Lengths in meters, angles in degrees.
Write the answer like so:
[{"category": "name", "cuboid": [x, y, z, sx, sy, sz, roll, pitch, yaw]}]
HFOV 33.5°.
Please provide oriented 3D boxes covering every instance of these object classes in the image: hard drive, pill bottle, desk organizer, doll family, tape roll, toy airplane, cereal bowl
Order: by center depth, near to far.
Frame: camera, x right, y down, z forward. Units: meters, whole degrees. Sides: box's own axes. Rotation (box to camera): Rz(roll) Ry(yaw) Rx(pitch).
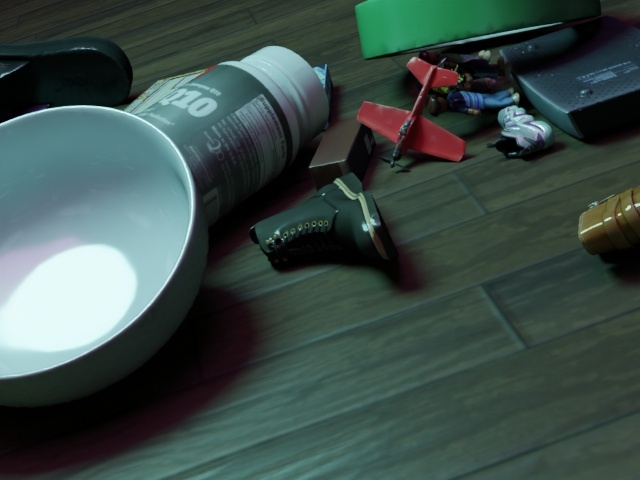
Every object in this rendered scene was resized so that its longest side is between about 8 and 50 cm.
[{"category": "cereal bowl", "cuboid": [-0.270, 0.029, 1.100, 0.338, 0.141, 0.339, -6, 52, 8]}, {"category": "toy airplane", "cuboid": [0.119, -0.156, 1.286, 0.151, 0.151, 0.028, -7, -13, 20]}, {"category": "hard drive", "cuboid": [0.334, -0.204, 1.310, 0.171, 0.054, 0.255, -18, 27, -1]}, {"category": "pill bottle", "cuboid": [-0.129, -0.122, 1.318, 0.161, 0.161, 0.283, 10, 39, 41]}, {"category": "desk organizer", "cuboid": [0.028, -0.107, 1.323, 0.050, 0.047, 0.130, -10, 29, 20]}, {"category": "doll family", "cuboid": [0.177, -0.202, 1.364, 0.111, 0.076, 0.193, -1, 15, -11]}, {"category": "tape roll", "cuboid": [0.209, -0.308, 1.431, 0.321, 0.077, 0.321, -10, 8, 1]}]

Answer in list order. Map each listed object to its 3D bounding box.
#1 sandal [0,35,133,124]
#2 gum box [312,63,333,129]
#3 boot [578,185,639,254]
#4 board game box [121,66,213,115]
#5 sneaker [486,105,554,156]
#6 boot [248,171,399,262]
[{"category": "sandal", "cuboid": [-0.535, -0.245, 1.786, 0.445, 0.168, 0.107, -9, 47, 17]}, {"category": "gum box", "cuboid": [-0.077, -0.188, 1.532, 0.184, 0.041, 0.157, -12, 28, 10]}, {"category": "boot", "cuboid": [0.302, -0.028, 0.940, 0.152, 0.073, 0.197, -17, -13, 16]}, {"category": "board game box", "cuboid": [-0.224, -0.190, 1.559, 0.193, 0.045, 0.147, 0, 40, 50]}, {"category": "sneaker", "cuboid": [0.220, -0.125, 1.252, 0.069, 0.038, 0.098, -26, 29, -16]}, {"category": "boot", "cuboid": [0.000, 0.000, 1.135, 0.137, 0.077, 0.198, -24, 15, -3]}]
